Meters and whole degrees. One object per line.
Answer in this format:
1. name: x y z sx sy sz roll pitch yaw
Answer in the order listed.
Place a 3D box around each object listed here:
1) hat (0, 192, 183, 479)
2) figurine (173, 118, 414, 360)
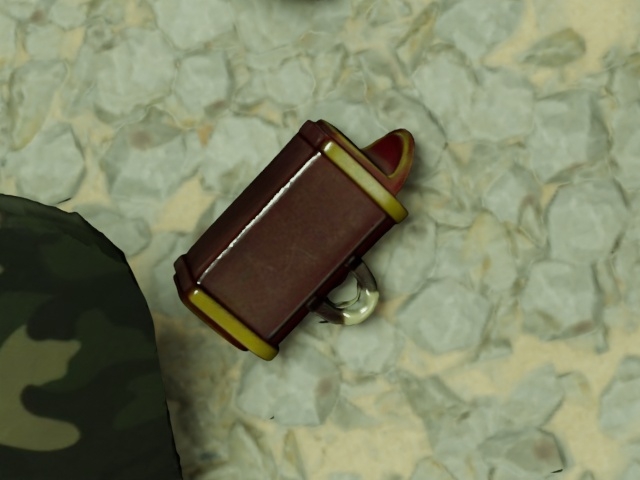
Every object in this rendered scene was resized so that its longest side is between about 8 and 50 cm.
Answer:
1. hat: -0.222 0.148 0.815 0.366 0.382 0.257 4 63 6
2. figurine: 0.001 -0.001 0.904 0.154 0.082 0.098 -45 101 2
